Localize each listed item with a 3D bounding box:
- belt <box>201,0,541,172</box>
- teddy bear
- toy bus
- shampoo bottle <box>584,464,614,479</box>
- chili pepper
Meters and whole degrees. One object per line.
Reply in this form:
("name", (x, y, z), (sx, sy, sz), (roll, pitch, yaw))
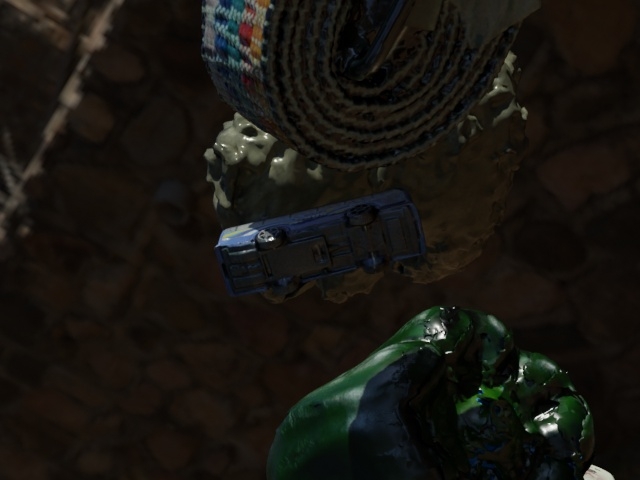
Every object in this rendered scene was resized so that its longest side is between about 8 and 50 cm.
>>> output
("belt", (0.037, -0.180, 1.027), (0.150, 0.207, 0.257), (34, 97, 53))
("teddy bear", (0.036, -0.094, 1.477), (0.224, 0.368, 0.357), (38, 127, 54))
("toy bus", (0.000, 0.000, 1.075), (0.153, 0.051, 0.061), (-14, 23, 5))
("shampoo bottle", (0.376, 0.372, 2.056), (0.152, 0.077, 0.045), (-45, -25, -63))
("chili pepper", (0.095, 0.202, 1.290), (0.257, 0.248, 0.233), (-33, 7, 40))
